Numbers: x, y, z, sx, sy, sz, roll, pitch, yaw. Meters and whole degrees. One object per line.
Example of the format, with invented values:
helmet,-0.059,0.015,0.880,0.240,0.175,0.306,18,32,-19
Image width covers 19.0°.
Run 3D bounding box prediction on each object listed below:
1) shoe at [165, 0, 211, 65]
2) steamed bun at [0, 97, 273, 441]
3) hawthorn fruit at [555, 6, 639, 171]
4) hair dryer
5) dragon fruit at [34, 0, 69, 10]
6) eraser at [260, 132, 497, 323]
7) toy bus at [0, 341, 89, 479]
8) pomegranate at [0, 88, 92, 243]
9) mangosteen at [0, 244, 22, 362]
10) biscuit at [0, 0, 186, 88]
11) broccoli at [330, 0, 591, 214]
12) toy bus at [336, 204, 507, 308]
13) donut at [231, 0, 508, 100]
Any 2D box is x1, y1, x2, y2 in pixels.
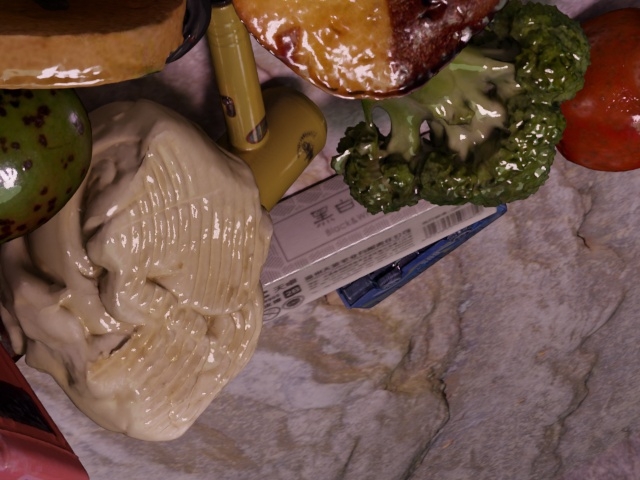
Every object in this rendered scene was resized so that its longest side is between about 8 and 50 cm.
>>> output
shoe,-0.151,-0.189,1.646,0.112,0.099,0.227,-1,-171,37
steamed bun,-0.195,0.015,1.838,0.276,0.203,0.289,-48,130,-21
hawthorn fruit,0.313,-0.161,2.119,0.200,0.179,0.179,-14,159,23
hair dryer,-0.070,-0.148,1.870,0.135,0.090,0.278,-50,149,-29
dragon fruit,-0.170,-0.304,1.419,0.218,0.223,0.148,-29,-176,7
eraser,0.000,0.000,2.197,0.404,0.096,0.098,-25,155,-2
toy bus,-0.404,0.122,1.702,0.233,0.427,0.203,-43,152,7
pomegranate,-0.309,-0.107,1.649,0.202,0.202,0.247,-23,124,-6
mangosteen,-0.355,0.045,1.916,0.173,0.184,0.172,11,-178,0
biscuit,-0.275,-0.180,1.467,0.344,0.287,0.057,4,114,-3
broccoli,0.110,-0.149,1.971,0.302,0.186,0.254,12,123,-8
toy bus,0.117,-0.007,2.318,0.236,0.079,0.094,-36,168,19
donut,0.063,-0.220,1.773,0.295,0.112,0.151,-16,110,-7
